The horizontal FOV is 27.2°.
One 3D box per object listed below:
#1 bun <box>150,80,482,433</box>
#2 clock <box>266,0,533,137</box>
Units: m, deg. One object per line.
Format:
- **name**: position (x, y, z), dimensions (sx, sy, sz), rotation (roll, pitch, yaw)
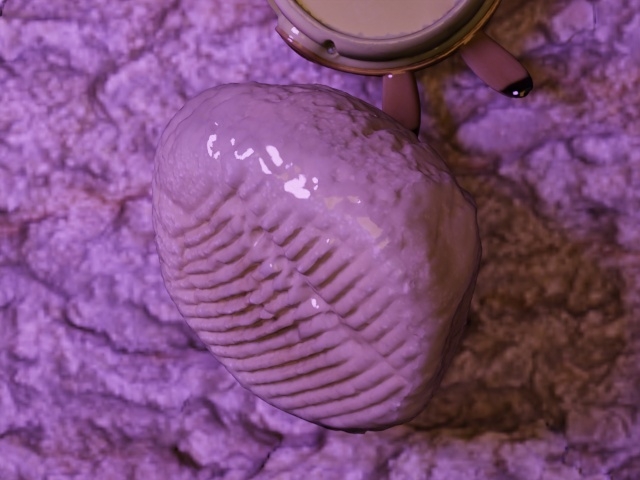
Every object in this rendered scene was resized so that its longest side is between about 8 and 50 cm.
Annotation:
- **bun**: position (0.000, 0.000, 0.771), dimensions (0.220, 0.220, 0.134), rotation (49, 54, 1)
- **clock**: position (0.041, -0.174, 0.799), dimensions (0.170, 0.069, 0.232), rotation (-26, 91, 5)
